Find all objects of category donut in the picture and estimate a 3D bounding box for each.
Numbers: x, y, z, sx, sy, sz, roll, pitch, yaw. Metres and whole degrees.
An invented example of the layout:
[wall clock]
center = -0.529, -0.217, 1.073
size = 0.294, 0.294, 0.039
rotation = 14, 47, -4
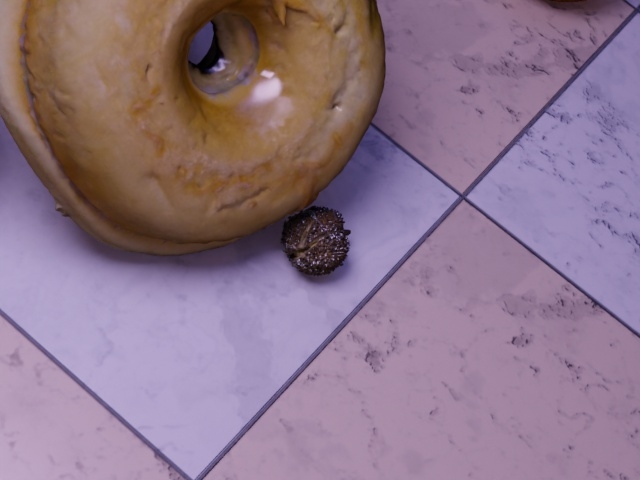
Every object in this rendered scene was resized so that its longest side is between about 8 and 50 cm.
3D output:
[donut]
center = -0.124, -0.190, 1.073
size = 0.449, 0.449, 0.198
rotation = -21, 34, -28

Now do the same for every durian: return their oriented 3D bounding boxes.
[durian]
center = 0.000, 0.000, 1.182
size = 0.091, 0.080, 0.080
rotation = -10, 61, -36
